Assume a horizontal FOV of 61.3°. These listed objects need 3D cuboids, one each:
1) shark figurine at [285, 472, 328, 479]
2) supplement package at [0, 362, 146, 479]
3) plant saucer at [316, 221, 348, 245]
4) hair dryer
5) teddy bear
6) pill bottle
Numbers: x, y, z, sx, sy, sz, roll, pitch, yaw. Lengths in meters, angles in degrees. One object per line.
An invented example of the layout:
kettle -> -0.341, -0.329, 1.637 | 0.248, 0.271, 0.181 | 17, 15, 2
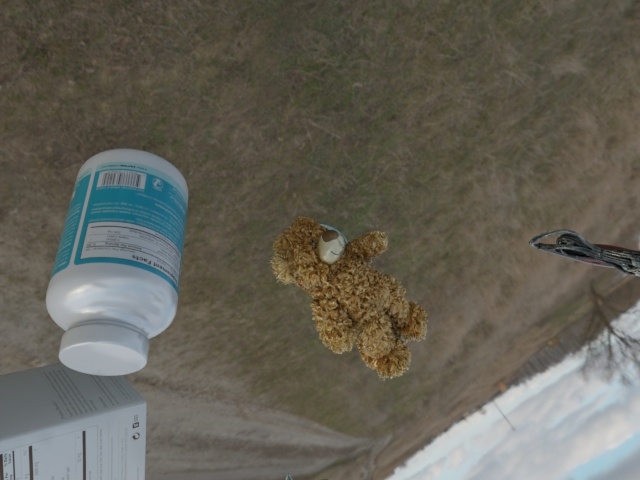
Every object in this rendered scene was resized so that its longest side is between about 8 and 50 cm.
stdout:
shark figurine -> -0.050, 0.615, 1.089 | 0.278, 0.116, 0.166 | -42, 143, -75
supplement package -> -0.406, 0.290, 0.714 | 0.293, 0.177, 0.175 | -5, 106, -39
plant saucer -> 0.000, 0.000, 1.103 | 0.119, 0.119, 0.021 | 115, -8, -49
hair dryer -> 0.475, 0.017, 0.817 | 0.294, 0.224, 0.080 | 16, 92, -43
teddy bear -> 0.068, 0.091, 0.959 | 0.245, 0.338, 0.113 | -33, -176, -30
pill bottle -> -0.246, 0.025, 0.667 | 0.146, 0.264, 0.146 | -2, 145, -2
